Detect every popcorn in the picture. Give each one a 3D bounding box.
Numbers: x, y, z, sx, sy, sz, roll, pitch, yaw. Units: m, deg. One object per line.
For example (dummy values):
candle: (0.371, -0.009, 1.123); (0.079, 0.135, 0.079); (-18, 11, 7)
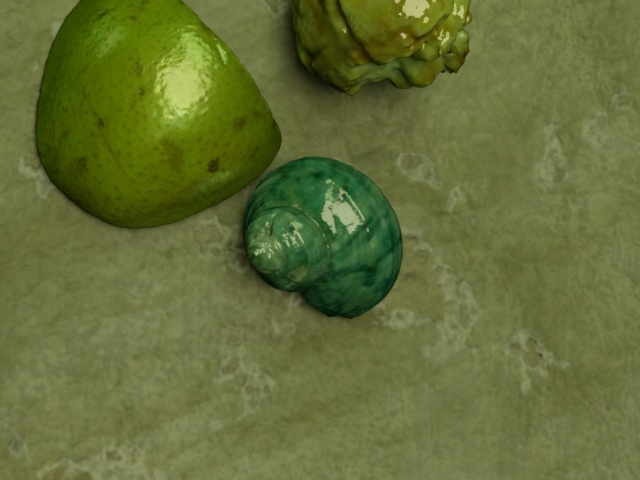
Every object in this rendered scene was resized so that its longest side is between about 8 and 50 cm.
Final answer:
popcorn: (0.068, -0.272, 1.433); (0.184, 0.221, 0.204); (9, 81, -43)

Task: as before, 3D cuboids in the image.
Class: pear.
pear: (-0.202, -0.138, 1.383); (0.239, 0.139, 0.288); (-44, 99, -8)

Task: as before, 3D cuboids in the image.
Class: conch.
conch: (-0.002, 0.000, 1.433); (0.202, 0.134, 0.196); (-10, 88, -21)
